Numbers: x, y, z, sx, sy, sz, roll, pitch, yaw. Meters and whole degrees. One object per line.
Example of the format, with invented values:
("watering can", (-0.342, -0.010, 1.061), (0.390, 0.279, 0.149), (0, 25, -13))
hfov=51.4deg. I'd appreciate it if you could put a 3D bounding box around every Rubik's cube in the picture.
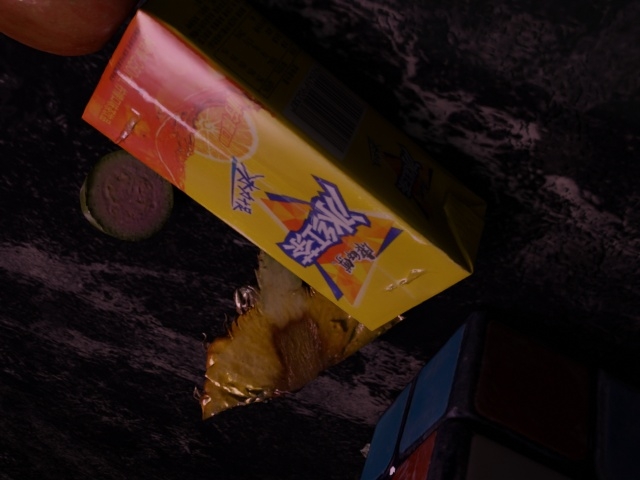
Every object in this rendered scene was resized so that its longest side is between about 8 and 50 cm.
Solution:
("Rubik's cube", (0.216, 0.324, 0.747), (0.313, 0.316, 0.318), (27, 136, 0))

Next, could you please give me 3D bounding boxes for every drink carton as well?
("drink carton", (-0.027, -0.073, 0.620), (0.351, 0.111, 0.154), (37, 136, -14))

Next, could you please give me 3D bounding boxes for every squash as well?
("squash", (-0.243, -0.048, 0.771), (0.132, 0.105, 0.105), (-4, 133, 52))

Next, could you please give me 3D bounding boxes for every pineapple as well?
("pineapple", (-0.051, 0.102, 0.805), (0.164, 0.249, 0.140), (55, 173, 11))

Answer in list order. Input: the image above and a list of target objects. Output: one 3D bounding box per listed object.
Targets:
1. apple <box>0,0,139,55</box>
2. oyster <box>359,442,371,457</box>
("apple", (-0.200, -0.239, 0.489), (0.168, 0.181, 0.181), (37, 136, -24))
("oyster", (0.115, 0.341, 1.008), (0.100, 0.037, 0.098), (-26, 117, 40))
